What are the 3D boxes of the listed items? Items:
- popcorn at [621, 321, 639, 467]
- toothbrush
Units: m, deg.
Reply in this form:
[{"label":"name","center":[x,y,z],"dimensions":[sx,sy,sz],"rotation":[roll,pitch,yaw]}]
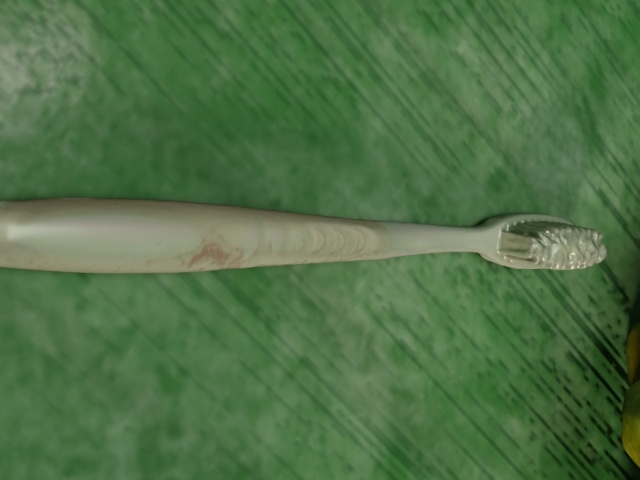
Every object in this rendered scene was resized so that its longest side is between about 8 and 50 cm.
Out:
[{"label":"popcorn","center":[0.230,0.110,0.707],"dimensions":[0.256,0.195,0.255],"rotation":[-44,127,-31]},{"label":"toothbrush","center":[0.000,0.000,0.602],"dimensions":[0.307,0.030,0.025],"rotation":[1,98,-40]}]
